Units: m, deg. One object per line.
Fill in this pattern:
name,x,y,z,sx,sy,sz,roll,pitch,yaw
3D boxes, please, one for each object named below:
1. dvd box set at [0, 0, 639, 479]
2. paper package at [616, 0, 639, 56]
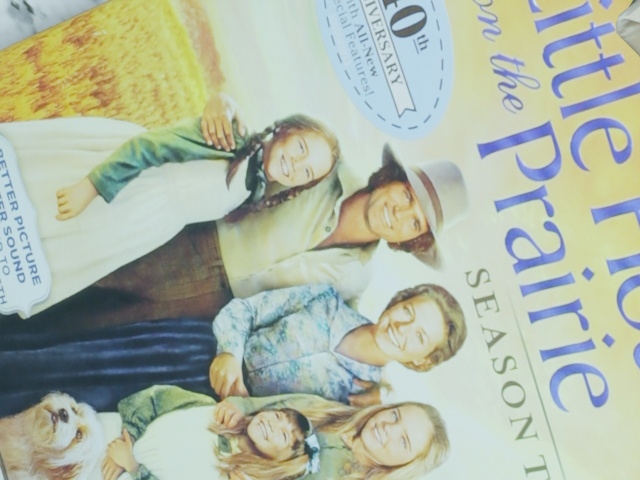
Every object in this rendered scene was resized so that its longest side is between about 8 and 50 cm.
dvd box set,0.011,0.020,0.693,0.420,0.062,0.307,-16,90,34
paper package,0.259,-0.128,0.354,0.168,0.325,0.309,47,131,-9
